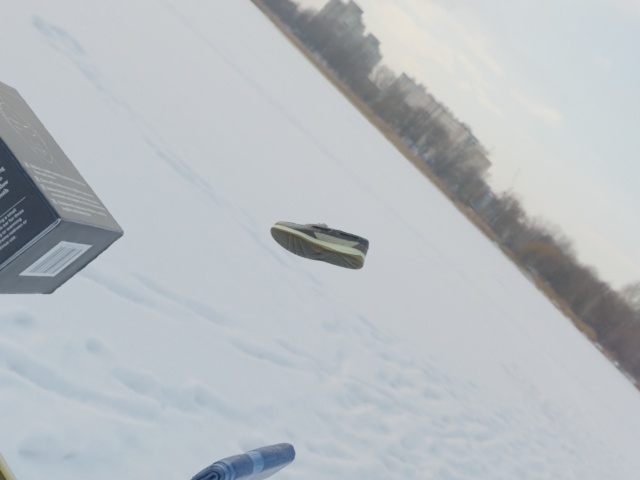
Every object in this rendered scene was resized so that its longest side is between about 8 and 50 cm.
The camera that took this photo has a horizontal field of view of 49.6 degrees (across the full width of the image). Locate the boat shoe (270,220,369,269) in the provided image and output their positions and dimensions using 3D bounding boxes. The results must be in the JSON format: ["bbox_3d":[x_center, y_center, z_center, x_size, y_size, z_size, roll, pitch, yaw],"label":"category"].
[{"bbox_3d":[0.000,0.000,1.031,0.152,0.049,0.056,20,-33,14],"label":"boat shoe"}]

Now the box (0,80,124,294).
[{"bbox_3d":[-0.603,-0.112,1.275,0.395,0.212,0.293,52,1,7],"label":"box"}]

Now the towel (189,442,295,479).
[{"bbox_3d":[-0.084,0.245,0.745,0.119,0.067,0.029,5,52,-53],"label":"towel"}]

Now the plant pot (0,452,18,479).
[{"bbox_3d":[-0.512,0.407,0.987,0.212,0.212,0.187,59,-17,-4],"label":"plant pot"}]
